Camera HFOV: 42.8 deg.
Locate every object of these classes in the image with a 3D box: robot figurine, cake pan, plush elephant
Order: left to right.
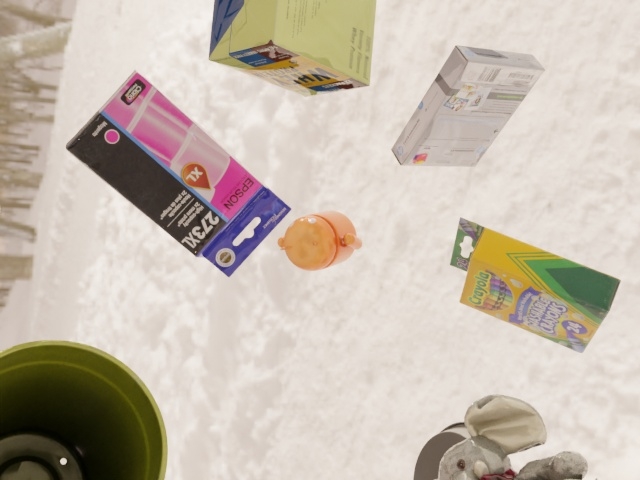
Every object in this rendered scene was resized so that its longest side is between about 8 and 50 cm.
[{"bbox_3d":[0.002,-0.001,1.816,0.158,0.219,0.128,38,112,17],"label":"robot figurine"},{"bbox_3d":[0.299,0.540,1.762,0.293,0.054,0.293,-18,69,55],"label":"cake pan"},{"bbox_3d":[0.275,0.393,1.234,0.255,0.330,0.271,21,106,21],"label":"plush elephant"}]

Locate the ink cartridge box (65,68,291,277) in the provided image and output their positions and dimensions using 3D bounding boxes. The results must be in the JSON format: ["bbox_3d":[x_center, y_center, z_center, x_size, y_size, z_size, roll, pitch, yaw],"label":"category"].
[{"bbox_3d":[-0.233,-0.103,1.406,0.176,0.371,0.069,-47,22,3],"label":"ink cartridge box"}]

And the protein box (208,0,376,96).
[{"bbox_3d":[-0.034,-0.335,1.177,0.136,0.201,0.199,-1,82,42],"label":"protein box"}]

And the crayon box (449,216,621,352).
[{"bbox_3d":[0.403,0.093,1.631,0.083,0.323,0.203,-59,-17,-26],"label":"crayon box"}]

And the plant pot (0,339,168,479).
[{"bbox_3d":[-0.492,0.406,1.427,0.353,0.366,0.366,-47,46,53],"label":"plant pot"}]

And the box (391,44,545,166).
[{"bbox_3d":[0.202,-0.180,1.131,0.038,0.145,0.186,62,140,33],"label":"box"}]
